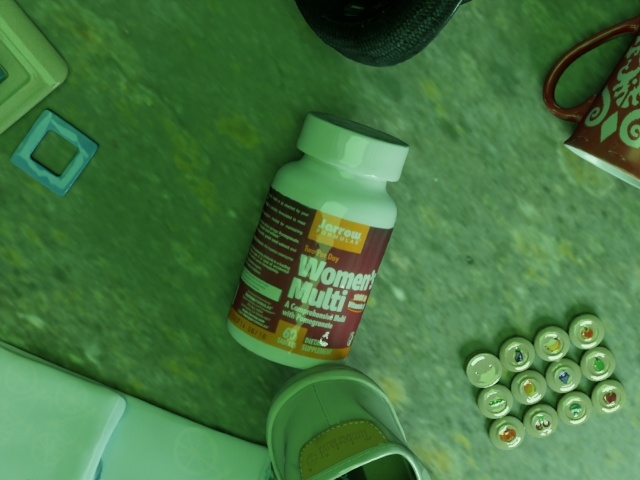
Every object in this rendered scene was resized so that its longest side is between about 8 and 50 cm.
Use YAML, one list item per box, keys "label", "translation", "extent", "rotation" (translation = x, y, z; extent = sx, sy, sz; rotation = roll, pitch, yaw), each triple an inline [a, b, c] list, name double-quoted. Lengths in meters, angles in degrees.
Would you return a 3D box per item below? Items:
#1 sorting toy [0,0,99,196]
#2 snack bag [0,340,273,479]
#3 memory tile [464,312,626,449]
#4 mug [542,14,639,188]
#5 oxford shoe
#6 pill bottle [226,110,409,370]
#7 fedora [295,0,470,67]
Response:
- label: "sorting toy"
  translation: [-0.362, -0.162, 1.199]
  extent: [0.196, 0.047, 0.348]
  rotation: [-38, 101, 5]
- label: "snack bag"
  translation: [-0.235, 0.275, 1.205]
  extent: [0.342, 0.037, 0.323]
  rotation: [24, 57, -8]
- label: "memory tile"
  translation: [0.227, 0.142, 1.319]
  extent: [0.148, 0.012, 0.113]
  rotation: [-20, 102, 1]
- label: "mug"
  translation: [0.301, -0.144, 1.214]
  extent: [0.150, 0.113, 0.169]
  rotation: [28, 96, -11]
- label: "oxford shoe"
  translation: [0.071, 0.315, 1.248]
  extent: [0.169, 0.130, 0.449]
  rotation: [-25, 122, -1]
- label: "pill bottle"
  translation: [0.000, 0.000, 1.218]
  extent: [0.121, 0.121, 0.221]
  rotation: [18, 101, -7]
- label: "fedora"
  translation: [0.098, -0.314, 1.116]
  extent: [0.152, 0.334, 0.334]
  rotation: [-5, 105, -37]
